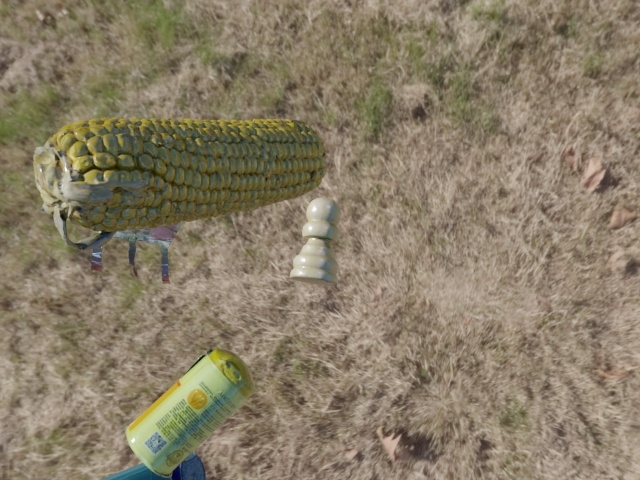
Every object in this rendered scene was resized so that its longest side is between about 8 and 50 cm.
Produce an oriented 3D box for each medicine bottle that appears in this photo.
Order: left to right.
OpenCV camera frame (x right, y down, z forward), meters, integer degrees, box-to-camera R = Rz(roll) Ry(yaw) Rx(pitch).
[{"bbox_3d":[-0.373,0.505,1.136,0.258,0.124,0.079,-13,92,-24],"label":"medicine bottle"},{"bbox_3d":[-0.231,0.306,1.018,0.124,0.124,0.239,41,75,20],"label":"medicine bottle"}]

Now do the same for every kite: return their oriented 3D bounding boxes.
[{"bbox_3d":[-0.350,-0.011,1.019,0.204,0.360,0.022,17,108,-22],"label":"kite"}]

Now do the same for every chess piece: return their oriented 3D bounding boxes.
[{"bbox_3d":[0.000,0.000,1.089,0.094,0.094,0.170,6,76,14],"label":"chess piece"}]

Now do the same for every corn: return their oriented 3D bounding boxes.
[{"bbox_3d":[-0.105,-0.066,0.517,0.106,0.293,0.106,16,111,47],"label":"corn"}]
